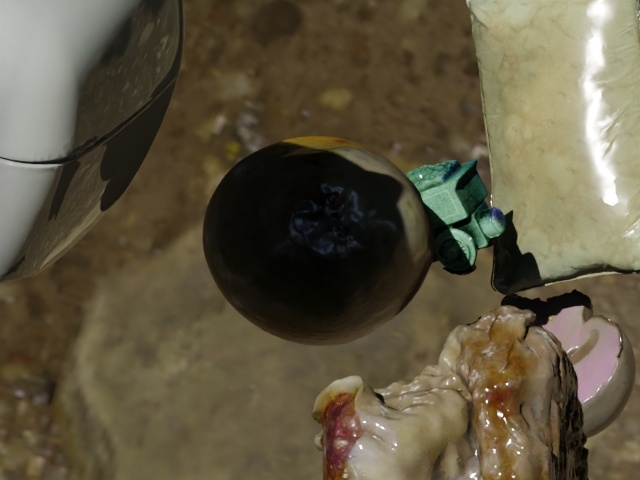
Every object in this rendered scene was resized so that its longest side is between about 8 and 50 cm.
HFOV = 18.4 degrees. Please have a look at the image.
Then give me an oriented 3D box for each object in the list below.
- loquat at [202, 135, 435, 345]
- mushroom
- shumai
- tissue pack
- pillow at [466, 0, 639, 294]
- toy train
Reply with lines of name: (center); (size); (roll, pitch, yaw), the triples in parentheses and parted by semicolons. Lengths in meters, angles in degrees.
loquat: (0.000, 0.000, 1.636); (0.227, 0.179, 0.179); (0, 74, 60)
mushroom: (0.216, 0.137, 1.898); (0.188, 0.117, 0.141); (-1, 48, 29)
shumai: (0.087, 0.162, 1.385); (0.185, 0.218, 0.184); (-1, 42, 19)
tissue pack: (-0.252, -0.148, 1.171); (0.333, 0.229, 0.236); (27, 126, 10)
pillow: (0.224, -0.099, 1.820); (0.185, 0.075, 0.302); (-11, 80, 35)
toy train: (0.081, -0.011, 1.741); (0.172, 0.070, 0.099); (-20, 104, 33)
